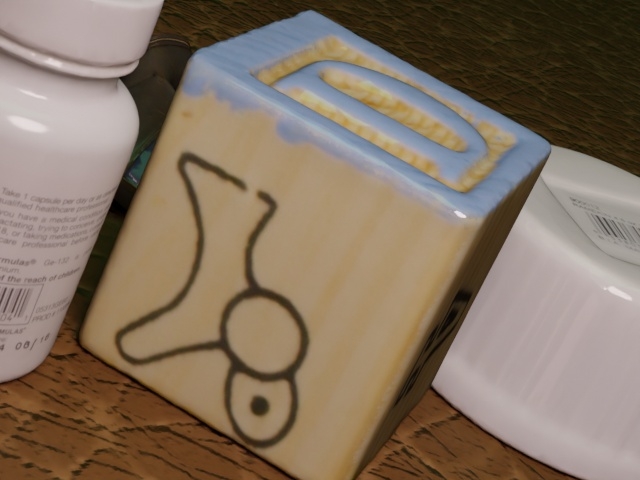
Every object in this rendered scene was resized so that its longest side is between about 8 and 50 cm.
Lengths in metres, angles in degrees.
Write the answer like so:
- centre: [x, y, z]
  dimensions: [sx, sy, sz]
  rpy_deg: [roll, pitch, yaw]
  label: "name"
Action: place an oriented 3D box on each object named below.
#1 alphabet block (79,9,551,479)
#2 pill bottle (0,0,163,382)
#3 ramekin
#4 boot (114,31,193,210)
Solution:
- centre: [0.000, 0.000, 0.907]
  dimensions: [0.192, 0.197, 0.193]
  rpy_deg: [31, 25, 12]
  label: "alphabet block"
- centre: [-0.170, -0.049, 0.800]
  dimensions: [0.131, 0.229, 0.131]
  rpy_deg: [21, 24, -10]
  label: "pill bottle"
- centre: [0.197, 0.044, 1.082]
  dimensions: [0.277, 0.135, 0.277]
  rpy_deg: [21, 25, -10]
  label: "ramekin"
- centre: [-0.130, -0.085, 1.126]
  dimensions: [0.106, 0.082, 0.219]
  rpy_deg: [41, 33, 5]
  label: "boot"
